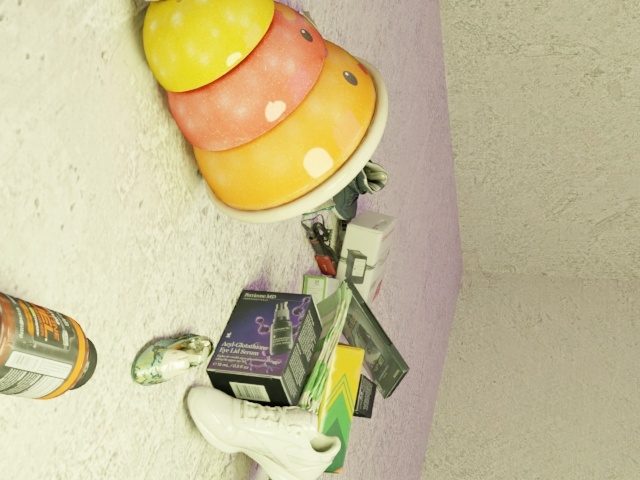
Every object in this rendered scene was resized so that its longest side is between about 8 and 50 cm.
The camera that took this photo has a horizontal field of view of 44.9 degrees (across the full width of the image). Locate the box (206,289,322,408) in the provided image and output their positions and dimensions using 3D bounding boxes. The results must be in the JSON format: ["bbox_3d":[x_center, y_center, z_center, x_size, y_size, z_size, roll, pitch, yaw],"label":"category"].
[{"bbox_3d":[-0.101,0.205,1.481,0.207,0.153,0.108,-70,154,-42],"label":"box"}]

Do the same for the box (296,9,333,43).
[{"bbox_3d":[-0.023,-0.407,1.588,0.136,0.028,0.081,35,49,-39],"label":"box"}]

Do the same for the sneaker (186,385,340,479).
[{"bbox_3d":[-0.097,0.328,1.388,0.305,0.152,0.114,37,19,-24],"label":"sneaker"}]

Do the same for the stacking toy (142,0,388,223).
[{"bbox_3d":[-0.143,-0.282,1.155,0.480,0.351,0.350,48,46,-43],"label":"stacking toy"}]

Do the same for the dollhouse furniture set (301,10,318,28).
[{"bbox_3d":[0.025,-0.400,1.721,0.355,0.174,0.303,75,25,-42],"label":"dollhouse furniture set"}]

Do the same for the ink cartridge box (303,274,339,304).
[{"bbox_3d":[-0.004,0.192,1.897,0.109,0.062,0.209,19,75,-72],"label":"ink cartridge box"}]

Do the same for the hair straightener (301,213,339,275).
[{"bbox_3d":[0.000,0.000,1.926,0.230,0.047,0.089,57,40,-53],"label":"hair straightener"}]

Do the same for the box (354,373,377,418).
[{"bbox_3d":[0.043,0.379,1.922,0.158,0.156,0.093,48,49,-64],"label":"box"}]

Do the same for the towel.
[{"bbox_3d":[-0.046,0.257,1.603,0.038,0.248,0.324,35,46,-16],"label":"towel"}]

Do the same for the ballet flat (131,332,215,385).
[{"bbox_3d":[-0.227,0.187,1.245,0.188,0.070,0.070,-26,118,-68],"label":"ballet flat"}]

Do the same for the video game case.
[{"bbox_3d":[0.118,0.249,1.952,0.026,0.274,0.196,-25,157,-23],"label":"video game case"}]

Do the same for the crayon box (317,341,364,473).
[{"bbox_3d":[0.005,0.329,1.711,0.202,0.081,0.318,-179,-80,-69],"label":"crayon box"}]

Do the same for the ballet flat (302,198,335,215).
[{"bbox_3d":[-0.006,-0.094,1.864,0.168,0.057,0.052,-22,104,-70],"label":"ballet flat"}]

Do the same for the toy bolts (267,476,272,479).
[{"bbox_3d":[-0.130,0.543,1.536,0.218,0.159,0.228,-123,-166,-61],"label":"toy bolts"}]

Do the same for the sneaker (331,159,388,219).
[{"bbox_3d":[0.097,-0.124,1.972,0.086,0.164,0.226,-50,141,-30],"label":"sneaker"}]

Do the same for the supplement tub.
[{"bbox_3d":[-0.333,0.121,0.864,0.198,0.106,0.106,45,51,-66],"label":"supplement tub"}]

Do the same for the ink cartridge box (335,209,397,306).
[{"bbox_3d":[0.118,0.053,2.099,0.172,0.100,0.237,-40,145,-65],"label":"ink cartridge box"}]

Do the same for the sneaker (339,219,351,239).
[{"bbox_3d":[0.062,-0.055,2.099,0.069,0.038,0.098,58,30,-56],"label":"sneaker"}]
